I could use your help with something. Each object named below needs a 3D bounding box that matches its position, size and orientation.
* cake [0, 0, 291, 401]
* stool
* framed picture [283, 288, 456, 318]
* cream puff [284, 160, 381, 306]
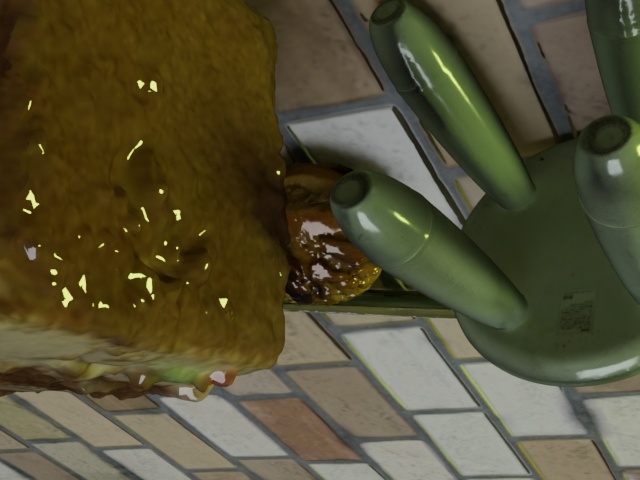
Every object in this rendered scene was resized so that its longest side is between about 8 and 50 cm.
[{"bbox_3d":[-0.187,-0.049,0.590,0.290,0.281,0.256,-8,165,27],"label":"cake"},{"bbox_3d":[0.132,-0.038,0.622,0.195,0.195,0.198,-12,140,32],"label":"stool"},{"bbox_3d":[0.064,0.053,0.883,0.201,0.010,0.136,1,-176,14],"label":"framed picture"},{"bbox_3d":[0.000,0.000,0.810,0.120,0.104,0.133,-5,147,11],"label":"cream puff"}]
